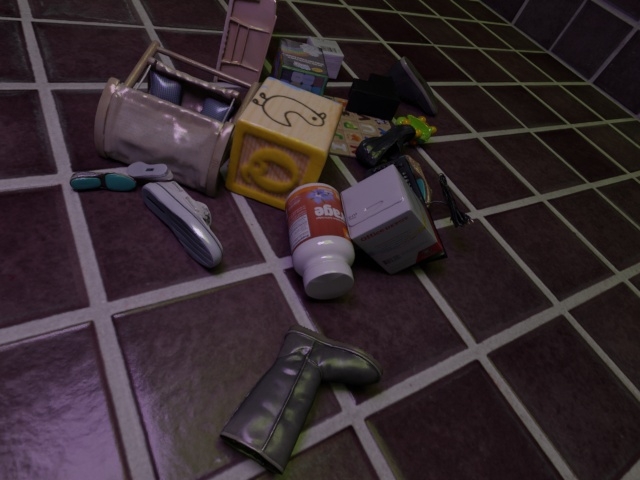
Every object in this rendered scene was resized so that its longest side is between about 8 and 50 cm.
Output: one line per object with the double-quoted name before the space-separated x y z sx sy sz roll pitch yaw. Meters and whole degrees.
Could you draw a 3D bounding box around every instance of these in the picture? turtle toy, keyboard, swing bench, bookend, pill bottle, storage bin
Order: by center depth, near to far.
"pill bottle" 0.000 0.000 0.807 0.121 0.121 0.216 4 50 -19
"swing bench" -0.298 -0.261 0.886 0.254 0.165 0.254 20 47 -5
"keyboard" 0.229 -0.085 0.972 0.202 0.033 0.317 -16 53 6
"storage bin" -0.203 -0.611 1.166 0.123 0.260 0.262 13 47 -16
"turtle toy" 0.280 -0.337 1.249 0.095 0.066 0.130 -19 59 -33
"bookend" 0.154 -0.464 1.293 0.157 0.072 0.156 8 47 -15

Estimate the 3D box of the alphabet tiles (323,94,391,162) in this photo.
"alphabet tiles" 0.059 -0.338 1.201 0.343 0.011 0.285 5 50 -18

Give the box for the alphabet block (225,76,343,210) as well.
"alphabet block" -0.078 -0.205 0.906 0.193 0.193 0.197 18 47 -4

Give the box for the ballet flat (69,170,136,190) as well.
"ballet flat" -0.421 -0.120 0.801 0.115 0.041 0.041 -3 52 -25

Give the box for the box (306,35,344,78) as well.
"box" 0.007 -0.600 1.354 0.101 0.087 0.101 -2 51 -23

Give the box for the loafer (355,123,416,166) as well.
"loafer" 0.191 -0.257 1.129 0.223 0.076 0.078 -30 72 -33

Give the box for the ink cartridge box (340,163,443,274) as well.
"ink cartridge box" 0.144 -0.038 0.839 0.176 0.128 0.127 40 31 -46

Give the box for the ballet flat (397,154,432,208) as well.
"ballet flat" 0.257 -0.143 1.075 0.067 0.073 0.206 14 49 -30

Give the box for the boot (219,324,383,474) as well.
"boot" -0.019 0.243 0.621 0.190 0.076 0.208 17 38 12

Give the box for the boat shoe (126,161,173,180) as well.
"boat shoe" -0.338 -0.133 0.819 0.100 0.035 0.035 3 65 18

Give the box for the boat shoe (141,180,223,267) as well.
"boat shoe" -0.243 -0.046 0.775 0.226 0.083 0.076 43 50 18

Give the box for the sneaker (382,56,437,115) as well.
"sneaker" 0.300 -0.500 1.402 0.222 0.118 0.083 48 39 -19

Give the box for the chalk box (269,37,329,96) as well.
"chalk box" -0.062 -0.438 1.144 0.133 0.132 0.212 7 49 -17
